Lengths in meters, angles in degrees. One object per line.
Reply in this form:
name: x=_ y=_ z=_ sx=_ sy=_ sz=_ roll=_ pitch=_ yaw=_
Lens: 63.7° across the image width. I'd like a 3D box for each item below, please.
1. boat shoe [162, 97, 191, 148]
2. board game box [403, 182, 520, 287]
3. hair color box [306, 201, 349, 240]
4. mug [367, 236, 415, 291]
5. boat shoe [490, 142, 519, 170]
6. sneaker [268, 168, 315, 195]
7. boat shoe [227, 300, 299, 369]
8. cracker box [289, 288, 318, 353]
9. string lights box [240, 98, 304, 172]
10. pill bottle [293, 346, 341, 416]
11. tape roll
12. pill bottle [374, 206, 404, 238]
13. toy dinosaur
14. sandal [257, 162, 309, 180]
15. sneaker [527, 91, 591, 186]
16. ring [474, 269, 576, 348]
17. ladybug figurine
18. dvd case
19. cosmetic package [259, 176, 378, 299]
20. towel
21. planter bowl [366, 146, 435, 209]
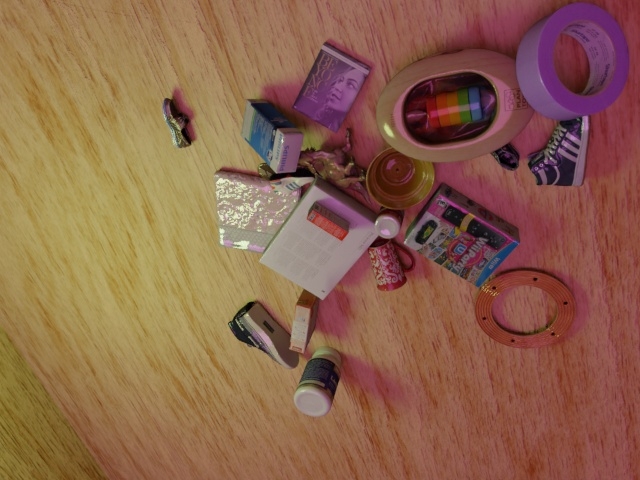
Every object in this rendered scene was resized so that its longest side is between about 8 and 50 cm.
boat shoe: x=-0.497 y=-0.413 z=1.804 sx=0.066 sy=0.066 sz=0.183 roll=-1 pitch=129 yaw=12
board game box: x=0.466 y=-0.015 z=1.713 sx=0.303 sy=0.098 sz=0.224 roll=30 pitch=123 yaw=-2
hair color box: x=0.026 y=-0.064 z=1.695 sx=0.141 sy=0.072 sz=0.043 roll=32 pitch=117 yaw=-11
mug: x=0.245 y=0.073 z=1.844 sx=0.113 sy=0.150 sz=0.170 roll=9 pitch=125 yaw=56
boat shoe: x=0.527 y=-0.286 z=1.544 sx=0.183 sy=0.083 sz=0.065 roll=37 pitch=123 yaw=-5
sneaker: x=-0.093 y=-0.196 z=1.768 sx=0.161 sy=0.057 sz=0.075 roll=-6 pitch=128 yaw=8
boat shoe: x=-0.242 y=0.418 z=2.177 sx=0.158 sy=0.127 sz=0.341 roll=-31 pitch=98 yaw=36
cracker box: x=-0.059 y=0.303 z=2.021 sx=0.067 sy=0.156 sz=0.233 roll=14 pitch=122 yaw=9
string lights box: x=-0.160 y=-0.336 z=1.641 sx=0.260 sy=0.076 sz=0.134 roll=48 pitch=135 yaw=38
pill bottle: x=-0.002 y=0.566 z=2.091 sx=0.153 sy=0.265 sz=0.153 roll=8 pitch=122 yaw=12
tape roll: x=0.645 y=-0.453 z=1.318 sx=0.274 sy=0.090 sz=0.275 roll=-1 pitch=93 yaw=-14
pill bottle: x=0.233 y=-0.077 z=1.714 sx=0.085 sy=0.152 sz=0.086 roll=8 pitch=121 yaw=13
toy dinosaur: x=0.056 y=-0.231 z=1.705 sx=0.200 sy=0.127 sz=0.296 roll=-24 pitch=120 yaw=34
sandal: x=-0.129 y=-0.245 z=1.797 sx=0.179 sy=0.049 sz=0.072 roll=-1 pitch=125 yaw=1
sneaker: x=0.685 y=-0.281 z=1.489 sx=0.153 sy=0.099 sz=0.283 roll=-2 pitch=121 yaw=16
ring: x=0.719 y=0.244 z=1.823 sx=0.336 sy=0.032 sz=0.337 roll=7 pitch=121 yaw=12
ladybug figurine: x=0.387 y=-0.384 z=1.471 sx=0.448 sy=0.162 sz=0.306 roll=-2 pitch=107 yaw=20
dvd case: x=0.032 y=-0.471 z=1.597 sx=0.164 sy=0.018 sz=0.221 roll=29 pitch=108 yaw=0
cosmetic package: x=0.000 y=0.000 z=1.829 sx=0.284 sy=0.097 sz=0.377 roll=33 pitch=118 yaw=-10
towel: x=-0.234 y=-0.090 z=1.912 sx=0.331 sy=0.053 sz=0.317 roll=11 pitch=121 yaw=10
planter bowl: x=0.252 y=-0.215 z=1.655 sx=0.216 sy=0.090 sz=0.217 roll=0 pitch=117 yaw=1
